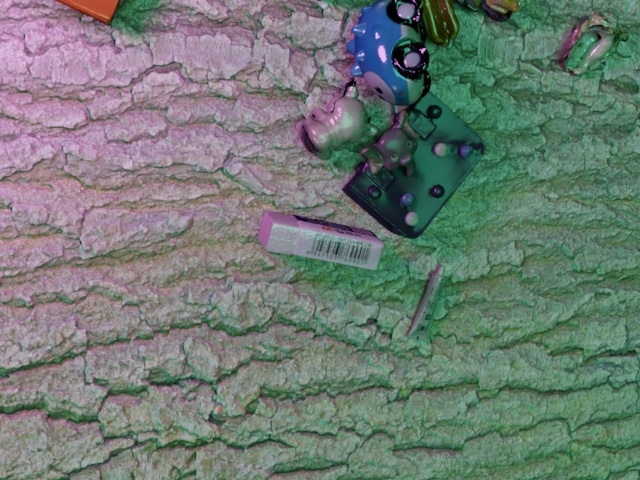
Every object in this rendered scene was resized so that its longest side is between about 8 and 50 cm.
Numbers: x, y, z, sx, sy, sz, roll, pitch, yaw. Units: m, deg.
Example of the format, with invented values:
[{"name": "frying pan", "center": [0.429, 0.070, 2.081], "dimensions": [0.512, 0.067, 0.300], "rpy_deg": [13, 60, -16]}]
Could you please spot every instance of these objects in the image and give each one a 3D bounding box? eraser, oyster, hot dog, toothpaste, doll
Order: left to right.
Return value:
[{"name": "eraser", "center": [0.000, 0.000, 1.575], "dimensions": [0.287, 0.130, 0.086], "rpy_deg": [11, 101, -17]}, {"name": "doll", "center": [0.040, -0.282, 1.548], "dimensions": [0.192, 0.095, 0.149], "rpy_deg": [-36, 104, -3]}, {"name": "toothpaste", "center": [0.295, 0.169, 1.728], "dimensions": [0.064, 0.041, 0.218], "rpy_deg": [13, 101, -22]}, {"name": "hot dog", "center": [0.277, -0.583, 1.566], "dimensions": [0.092, 0.062, 0.235], "rpy_deg": [-20, 102, -10]}, {"name": "oyster", "center": [0.721, -0.518, 1.688], "dimensions": [0.191, 0.081, 0.163], "rpy_deg": [-4, 129, -12]}]

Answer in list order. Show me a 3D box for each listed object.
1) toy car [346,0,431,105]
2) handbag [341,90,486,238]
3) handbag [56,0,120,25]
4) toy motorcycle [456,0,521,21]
[{"name": "toy car", "center": [0.158, -0.439, 1.495], "dimensions": [0.190, 0.188, 0.255], "rpy_deg": [-8, 82, 9]}, {"name": "handbag", "center": [0.227, -0.193, 1.604], "dimensions": [0.269, 0.118, 0.325], "rpy_deg": [38, 88, -17]}, {"name": "handbag", "center": [-0.492, -0.698, 1.330], "dimensions": [0.304, 0.116, 0.409], "rpy_deg": [22, 95, -20]}, {"name": "toy motorcycle", "center": [0.395, -0.622, 1.551], "dimensions": [0.229, 0.130, 0.094], "rpy_deg": [35, 71, -17]}]
